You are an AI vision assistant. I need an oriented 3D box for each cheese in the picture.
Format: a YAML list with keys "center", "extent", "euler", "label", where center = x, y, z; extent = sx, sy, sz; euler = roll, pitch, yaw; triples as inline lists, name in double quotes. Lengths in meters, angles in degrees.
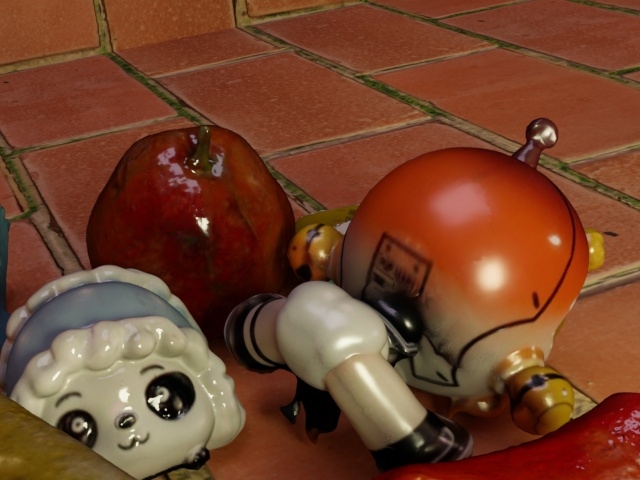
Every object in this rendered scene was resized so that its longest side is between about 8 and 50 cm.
- center: [0.000, 0.000, 1.279]
  extent: [0.270, 0.069, 0.177]
  euler: [-9, 3, 22]
  label: "cheese"

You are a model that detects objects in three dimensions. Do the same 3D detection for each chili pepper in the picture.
- center: [0.085, 0.205, 0.703]
  extent: [0.338, 0.131, 0.135]
  euler: [-12, 48, -23]
  label: "chili pepper"

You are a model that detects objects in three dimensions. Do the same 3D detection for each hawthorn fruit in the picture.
- center: [-0.133, -0.020, 1.122]
  extent: [0.224, 0.261, 0.224]
  euler: [2, 59, -3]
  label: "hawthorn fruit"

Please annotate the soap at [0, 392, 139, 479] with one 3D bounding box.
- center: [-0.279, 0.233, 0.720]
  extent: [0.293, 0.156, 0.335]
  euler: [-20, 27, -39]
  label: "soap"

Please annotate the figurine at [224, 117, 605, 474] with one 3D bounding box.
- center: [0.100, 0.039, 0.966]
  extent: [0.320, 0.196, 0.323]
  euler: [32, 57, 32]
  label: "figurine"

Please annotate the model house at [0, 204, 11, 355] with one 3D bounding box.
- center: [-0.460, 0.046, 1.162]
  extent: [0.237, 0.216, 0.303]
  euler: [-11, 52, -7]
  label: "model house"

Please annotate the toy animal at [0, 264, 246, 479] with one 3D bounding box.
- center: [-0.183, 0.118, 0.960]
  extent: [0.208, 0.156, 0.204]
  euler: [-17, 21, -13]
  label: "toy animal"

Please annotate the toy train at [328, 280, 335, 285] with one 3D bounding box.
- center: [0.064, 0.059, 1.122]
  extent: [0.099, 0.081, 0.149]
  euler: [-25, 28, -38]
  label: "toy train"
